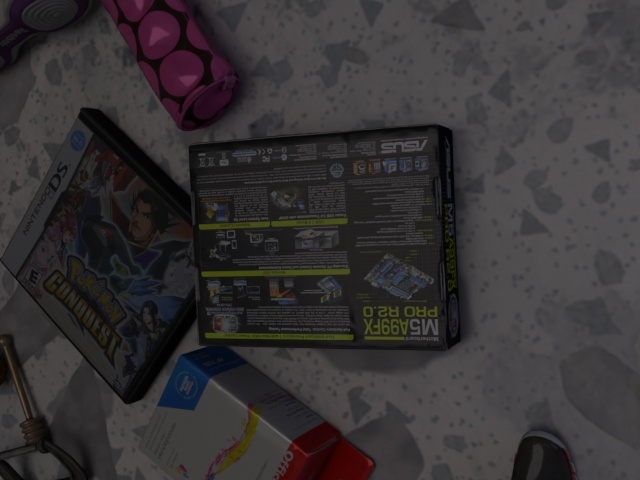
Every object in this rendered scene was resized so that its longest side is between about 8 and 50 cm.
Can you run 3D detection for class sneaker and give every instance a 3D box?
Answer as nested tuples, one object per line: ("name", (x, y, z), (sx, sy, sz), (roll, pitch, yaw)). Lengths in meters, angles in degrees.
("sneaker", (0.198, 0.257, 0.760), (0.061, 0.065, 0.157), (5, 96, 28))
("sneaker", (-0.410, -0.311, 1.047), (0.305, 0.114, 0.152), (-15, 72, 24))

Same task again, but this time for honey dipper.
("honey dipper", (-0.402, 0.200, 1.105), (0.031, 0.030, 0.160), (-28, 78, 27))

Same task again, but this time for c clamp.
("c clamp", (-0.383, 0.290, 1.074), (0.161, 0.022, 0.137), (-14, 115, 25))

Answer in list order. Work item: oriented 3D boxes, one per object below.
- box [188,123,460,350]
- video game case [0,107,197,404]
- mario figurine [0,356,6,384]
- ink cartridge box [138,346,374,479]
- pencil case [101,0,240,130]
("box", (0.000, 0.000, 0.838), (0.270, 0.060, 0.216), (-2, 93, 22))
("video game case", (-0.256, 0.017, 1.010), (0.275, 0.035, 0.248), (43, 111, 20))
("mario figurine", (-0.585, 0.204, 1.177), (0.321, 0.170, 0.198), (-28, 43, 17))
("ink cartridge box", (-0.073, 0.233, 0.899), (0.231, 0.078, 0.134), (32, 108, 23))
("pencil case", (-0.166, -0.228, 0.916), (0.098, 0.095, 0.209), (-37, 78, 21))
